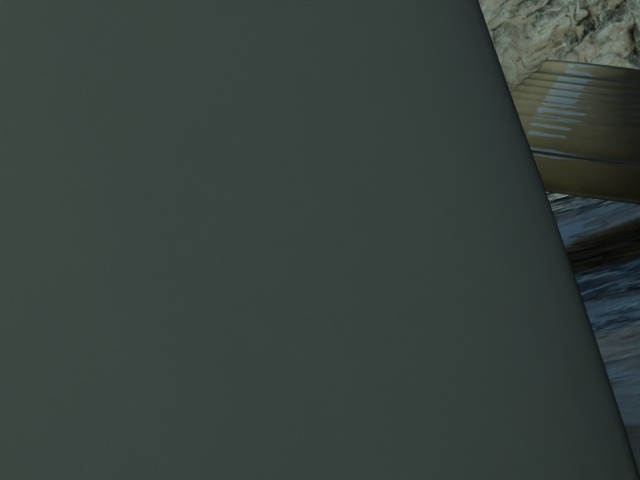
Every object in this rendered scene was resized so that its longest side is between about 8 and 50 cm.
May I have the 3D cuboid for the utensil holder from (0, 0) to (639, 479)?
[{"bbox_3d":[-0.086,-0.027,0.457,0.327,0.386,0.327,-20,3,1],"label":"utensil holder"}]

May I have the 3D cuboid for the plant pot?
[{"bbox_3d":[0.250,-0.099,1.077,0.237,0.110,0.237,7,9,-1],"label":"plant pot"}]
